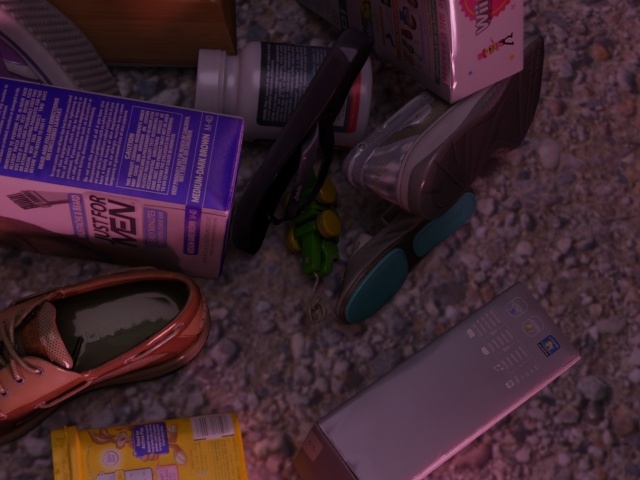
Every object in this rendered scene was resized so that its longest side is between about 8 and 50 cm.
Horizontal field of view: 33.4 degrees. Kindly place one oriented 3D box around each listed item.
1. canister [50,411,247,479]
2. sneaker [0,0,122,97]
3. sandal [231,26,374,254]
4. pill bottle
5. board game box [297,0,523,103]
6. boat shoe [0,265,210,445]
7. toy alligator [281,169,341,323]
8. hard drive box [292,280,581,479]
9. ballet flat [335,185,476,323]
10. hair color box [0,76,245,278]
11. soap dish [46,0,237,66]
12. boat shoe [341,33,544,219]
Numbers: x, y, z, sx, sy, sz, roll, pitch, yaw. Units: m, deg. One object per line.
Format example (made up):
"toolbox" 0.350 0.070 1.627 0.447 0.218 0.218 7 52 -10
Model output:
"canister" -0.154 0.225 0.972 0.170 0.073 0.126 -5 69 -12
"sneaker" -0.326 -0.170 1.067 0.161 0.282 0.102 -29 39 18
"sandal" -0.014 -0.085 1.045 0.054 0.097 0.254 33 111 5
"pill bottle" -0.042 -0.155 1.129 0.180 0.108 0.108 4 67 -8
"board game box" 0.073 -0.308 1.084 0.097 0.224 0.303 -26 44 -19
"boat shoe" -0.257 0.097 0.983 0.324 0.120 0.122 -22 72 -17
"toy alligator" 0.000 0.000 1.104 0.051 0.056 0.190 18 58 -46
"hard drive box" 0.100 0.159 0.980 0.232 0.181 0.089 -32 75 -20
"ballet flat" 0.076 0.005 1.113 0.068 0.072 0.213 32 62 35
"hair color box" -0.250 -0.061 1.016 0.339 0.185 0.110 10 68 -4
"soap dish" -0.207 -0.335 1.174 0.229 0.118 0.291 0 69 -9
"boat shoe" 0.146 -0.135 1.124 0.103 0.118 0.320 20 45 27
